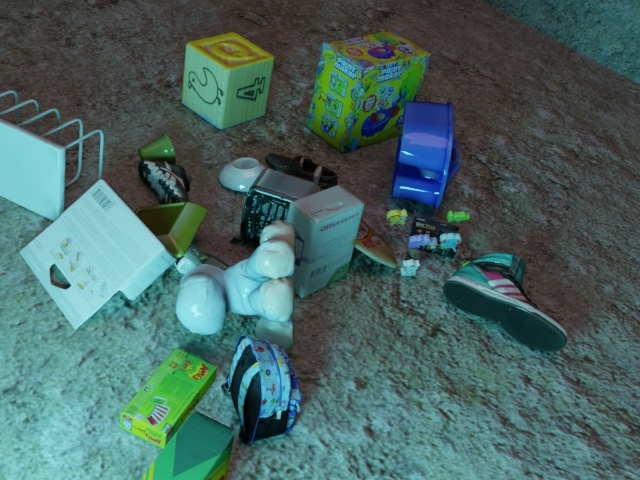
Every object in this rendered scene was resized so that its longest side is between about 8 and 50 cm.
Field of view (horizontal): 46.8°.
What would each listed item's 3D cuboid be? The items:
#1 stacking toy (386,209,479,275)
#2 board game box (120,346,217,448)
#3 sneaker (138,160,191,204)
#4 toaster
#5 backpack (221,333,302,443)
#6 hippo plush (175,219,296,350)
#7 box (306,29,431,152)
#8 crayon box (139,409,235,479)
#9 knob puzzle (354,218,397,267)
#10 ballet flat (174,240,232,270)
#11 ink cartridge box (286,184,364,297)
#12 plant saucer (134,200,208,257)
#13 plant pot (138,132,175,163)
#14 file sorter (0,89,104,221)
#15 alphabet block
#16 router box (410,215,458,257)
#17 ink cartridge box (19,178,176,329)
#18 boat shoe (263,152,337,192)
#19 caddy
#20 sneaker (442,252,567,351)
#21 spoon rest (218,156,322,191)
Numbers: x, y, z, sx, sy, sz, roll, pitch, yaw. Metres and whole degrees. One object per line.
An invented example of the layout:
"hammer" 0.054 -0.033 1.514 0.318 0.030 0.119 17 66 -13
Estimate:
"stacking toy" 0.282 -0.001 1.819 0.221 0.052 0.167 -3 57 -11
"board game box" -0.274 0.283 1.347 0.092 0.043 0.181 23 39 11
"sneaker" -0.355 -0.137 1.819 0.106 0.078 0.234 -16 41 -32
"toaster" -0.101 -0.061 1.739 0.185 0.168 0.110 17 35 3
"backpack" -0.101 0.252 1.333 0.116 0.173 0.158 -5 41 -23
"hippo plush" -0.168 0.074 1.459 0.236 0.235 0.294 1 21 -1
"box" 0.139 -0.449 2.207 0.289 0.279 0.177 -22 50 -37
"crayon box" -0.239 0.425 1.052 0.081 0.202 0.318 23 40 13
"knob puzzle" 0.107 0.005 1.790 0.213 0.030 0.213 33 19 -13
"ballet flat" -0.271 0.053 1.626 0.221 0.077 0.079 33 60 31
"ink cartridge box" 0.000 0.000 1.650 0.154 0.213 0.093 -24 51 -38
"plant saucer" -0.367 -0.027 1.648 0.188 0.045 0.188 -6 35 16
"plant pot" -0.430 -0.228 1.927 0.079 0.083 0.083 -21 48 -20
"file sorter" -0.666 -0.208 1.731 0.277 0.193 0.173 24 36 13
"alphabet block" -0.274 -0.472 2.176 0.192 0.197 0.193 35 42 26
"router box" 0.292 -0.009 1.894 0.122 0.038 0.092 14 38 0
"ink cartridge box" -0.471 0.032 1.558 0.239 0.060 0.275 -44 58 -6
"boat shoe" -0.049 -0.195 1.996 0.223 0.073 0.080 27 39 16
"caddy" 0.301 -0.240 2.030 0.179 0.241 0.341 8 38 4
"sneaker" 0.452 0.127 1.713 0.295 0.124 0.178 29 50 21
"spoon rest" -0.133 -0.160 1.940 0.276 0.084 0.137 7 35 13
